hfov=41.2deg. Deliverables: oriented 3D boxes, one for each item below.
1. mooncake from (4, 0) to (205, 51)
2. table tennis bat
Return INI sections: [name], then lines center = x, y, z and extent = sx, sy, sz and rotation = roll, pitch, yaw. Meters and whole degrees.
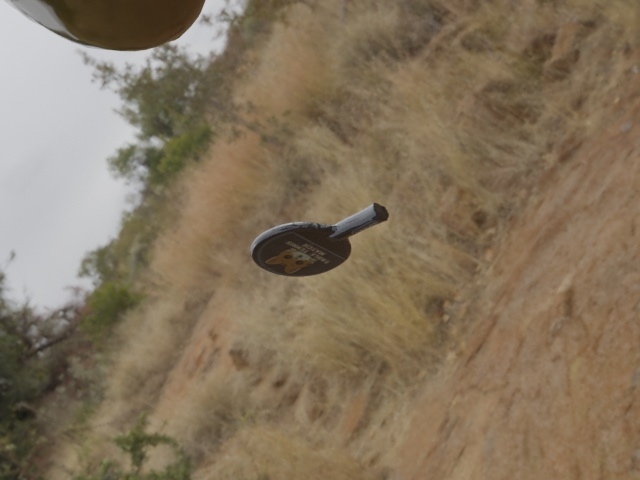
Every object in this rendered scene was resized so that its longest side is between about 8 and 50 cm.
[mooncake]
center = -0.213, -0.412, 0.750
extent = 0.262, 0.467, 0.467
rotation = 34, 93, 41
[table tennis bat]
center = 0.000, 0.000, 1.274
extent = 0.236, 0.150, 0.027
rotation = -25, 53, 34
